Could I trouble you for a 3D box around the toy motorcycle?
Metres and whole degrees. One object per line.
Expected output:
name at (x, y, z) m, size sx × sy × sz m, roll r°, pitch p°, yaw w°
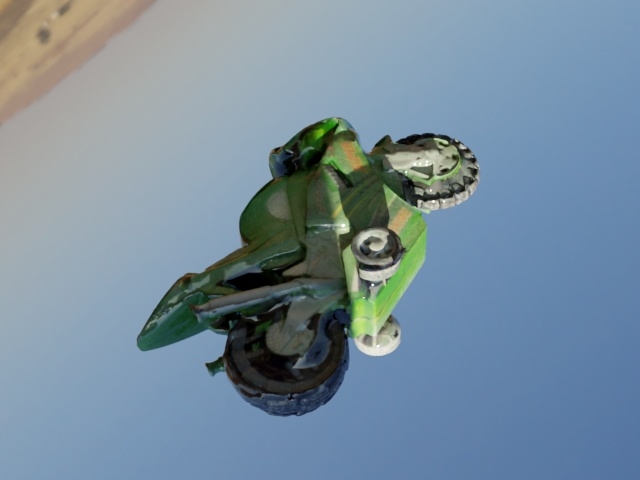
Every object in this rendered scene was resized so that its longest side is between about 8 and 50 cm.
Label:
toy motorcycle at (0.000, 0.000, 0.555) m, size 0.190 × 0.106 × 0.074 m, roll -52°, pitch 154°, yaw -32°
